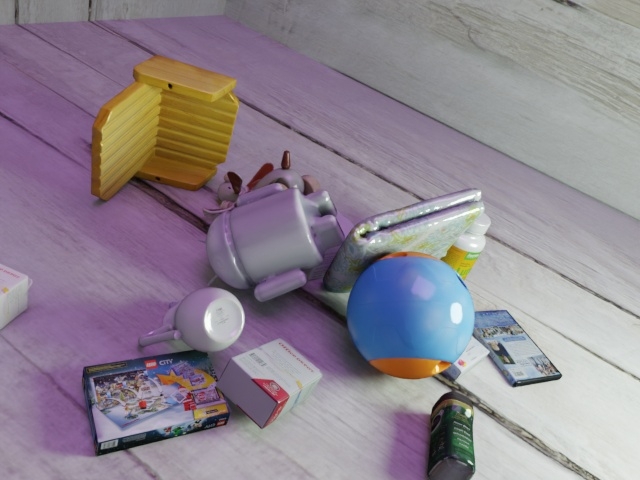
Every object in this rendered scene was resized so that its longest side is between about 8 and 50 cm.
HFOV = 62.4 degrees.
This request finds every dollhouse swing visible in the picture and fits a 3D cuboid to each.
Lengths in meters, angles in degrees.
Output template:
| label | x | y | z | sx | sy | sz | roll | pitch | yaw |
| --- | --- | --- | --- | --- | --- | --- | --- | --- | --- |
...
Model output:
| label | x | y | z | sx | sy | sz | roll | pitch | yaw |
| --- | --- | --- | --- | --- | --- | --- | --- | --- | --- |
| dollhouse swing | -0.414 | -0.258 | 1.439 | 0.314 | 0.347 | 0.305 | 14 | 42 | -12 |

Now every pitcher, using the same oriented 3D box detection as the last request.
| label | x | y | z | sx | sy | sz | roll | pitch | yaw |
| --- | --- | --- | --- | --- | --- | --- | --- | --- | --- |
| pitcher | -0.257 | 0.169 | 1.051 | 0.177 | 0.207 | 0.126 | -28 | 100 | -35 |

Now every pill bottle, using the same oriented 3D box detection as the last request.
| label | x | y | z | sx | sy | sz | roll | pitch | yaw |
| --- | --- | --- | --- | --- | --- | --- | --- | --- | --- |
| pill bottle | 0.404 | 0.023 | 1.573 | 0.136 | 0.246 | 0.136 | 15 | 33 | -10 |

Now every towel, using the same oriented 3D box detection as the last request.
| label | x | y | z | sx | sy | sz | roll | pitch | yaw |
| --- | --- | --- | --- | --- | --- | --- | --- | --- | --- |
| towel | 0.204 | 0.005 | 1.348 | 0.374 | 0.321 | 0.090 | -17 | 67 | -19 |

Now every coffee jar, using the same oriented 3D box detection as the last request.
| label | x | y | z | sx | sy | sz | roll | pitch | yaw |
| --- | --- | --- | --- | --- | --- | --- | --- | --- | --- |
| coffee jar | 0.269 | 0.403 | 1.083 | 0.079 | 0.096 | 0.184 | 24 | 33 | -1 |

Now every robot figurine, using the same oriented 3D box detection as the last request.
| label | x | y | z | sx | sy | sz | roll | pitch | yaw |
| --- | --- | --- | --- | --- | --- | --- | --- | --- | --- |
| robot figurine | -0.125 | -0.001 | 1.281 | 0.353 | 0.200 | 0.300 | -18 | 58 | 6 |

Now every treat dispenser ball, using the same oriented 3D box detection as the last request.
| label | x | y | z | sx | sy | sz | roll | pitch | yaw |
| --- | --- | --- | --- | --- | --- | --- | --- | --- | --- |
| treat dispenser ball | 0.203 | 0.168 | 1.208 | 0.287 | 0.288 | 0.288 | 15 | 33 | -10 |

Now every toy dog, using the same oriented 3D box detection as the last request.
| label | x | y | z | sx | sy | sz | roll | pitch | yaw |
| --- | --- | --- | --- | --- | --- | --- | --- | --- | --- |
| toy dog | -0.169 | -0.169 | 1.483 | 0.333 | 0.161 | 0.220 | -1 | 16 | 17 |

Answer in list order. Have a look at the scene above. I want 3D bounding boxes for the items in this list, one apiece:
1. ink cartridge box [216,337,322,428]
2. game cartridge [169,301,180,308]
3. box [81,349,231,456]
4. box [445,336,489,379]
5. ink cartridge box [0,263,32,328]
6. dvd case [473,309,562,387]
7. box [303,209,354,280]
| label | x | y | z | sx | sy | sz | roll | pitch | yaw |
| --- | --- | --- | --- | --- | --- | --- | --- | --- | --- |
| ink cartridge box | -0.096 | 0.275 | 1.043 | 0.127 | 0.072 | 0.175 | 36 | 18 | 21 |
| game cartridge | -0.295 | 0.162 | 1.187 | 0.083 | 0.017 | 0.056 | 5 | 32 | -23 |
| box | -0.302 | 0.287 | 0.973 | 0.232 | 0.044 | 0.159 | -2 | 39 | -32 |
| box | 0.326 | 0.261 | 1.376 | 0.145 | 0.038 | 0.186 | -16 | 47 | -43 |
| ink cartridge box | -0.630 | 0.111 | 1.001 | 0.092 | 0.090 | 0.143 | 24 | 32 | 4 |
| dvd case | 0.524 | 0.290 | 1.462 | 0.180 | 0.022 | 0.253 | 2 | 37 | -29 |
| box | 0.000 | 0.000 | 1.495 | 0.181 | 0.119 | 0.181 | -9 | 43 | -39 |
